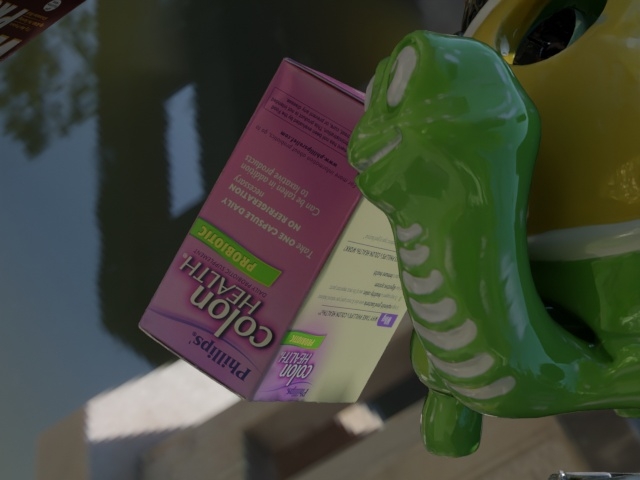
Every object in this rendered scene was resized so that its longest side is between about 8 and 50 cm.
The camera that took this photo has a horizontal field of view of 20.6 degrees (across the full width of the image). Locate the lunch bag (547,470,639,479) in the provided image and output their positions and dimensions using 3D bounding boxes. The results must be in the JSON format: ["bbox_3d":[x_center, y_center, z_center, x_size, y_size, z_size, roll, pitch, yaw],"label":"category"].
[{"bbox_3d":[0.278,0.261,1.082,0.212,0.305,0.256,68,17,-73],"label":"lunch bag"}]

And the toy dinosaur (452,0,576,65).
[{"bbox_3d":[0.132,-0.126,1.118,0.322,0.164,0.218,48,40,-45],"label":"toy dinosaur"}]

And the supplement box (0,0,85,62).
[{"bbox_3d":[-0.242,-0.200,1.010,0.191,0.194,0.129,63,18,15],"label":"supplement box"}]

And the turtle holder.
[{"bbox_3d":[0.131,-0.018,0.776,0.243,0.320,0.227,-178,-95,-69],"label":"turtle holder"}]

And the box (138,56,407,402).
[{"bbox_3d":[0.000,0.000,1.420,0.117,0.243,0.213,31,8,23],"label":"box"}]
